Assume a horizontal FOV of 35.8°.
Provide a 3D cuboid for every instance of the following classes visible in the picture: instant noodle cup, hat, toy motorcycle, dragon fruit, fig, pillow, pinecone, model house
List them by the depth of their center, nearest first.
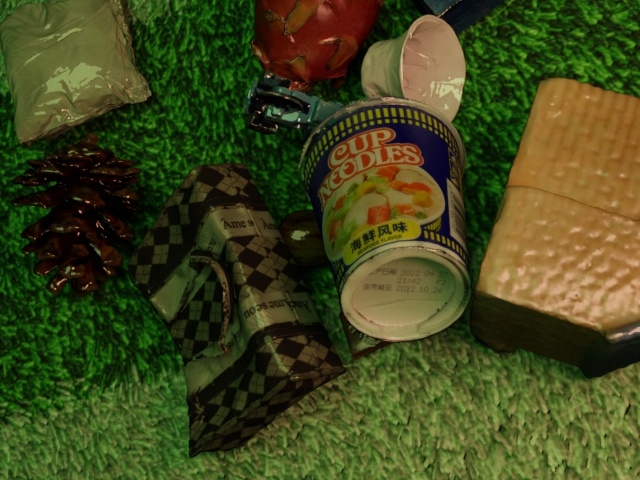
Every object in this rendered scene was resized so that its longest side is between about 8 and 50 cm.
[{"bbox_3d":[0.431,-0.001,1.464,0.342,0.334,0.382,16,75,13],"label":"model house"},{"bbox_3d":[0.113,-0.019,1.518,0.284,0.284,0.312,-21,40,13],"label":"instant noodle cup"},{"bbox_3d":[0.000,0.000,1.717,0.154,0.103,0.109,12,56,11],"label":"fig"},{"bbox_3d":[0.150,-0.289,1.720,0.126,0.203,0.203,10,78,41],"label":"hat"},{"bbox_3d":[-0.012,-0.207,1.723,0.272,0.182,0.124,19,82,-22],"label":"toy motorcycle"},{"bbox_3d":[-0.006,-0.420,1.771,0.250,0.250,0.315,8,73,22],"label":"dragon fruit"},{"bbox_3d":[-0.446,-0.048,1.821,0.244,0.244,0.309,3,91,21],"label":"pinecone"},{"bbox_3d":[-0.494,-0.364,1.985,0.283,0.138,0.310,-17,71,5],"label":"pillow"}]

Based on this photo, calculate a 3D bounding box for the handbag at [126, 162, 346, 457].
[{"bbox_3d":[-0.170,0.122,1.681,0.316,0.180,0.416,-41,64,35],"label":"handbag"}]

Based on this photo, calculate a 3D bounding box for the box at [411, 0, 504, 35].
[{"bbox_3d":[0.246,-0.543,1.776,0.261,0.116,0.279,-35,66,6],"label":"box"}]

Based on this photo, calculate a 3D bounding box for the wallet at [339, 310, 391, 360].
[{"bbox_3d":[0.120,0.127,1.676,0.176,0.026,0.095,-24,66,11],"label":"wallet"}]
